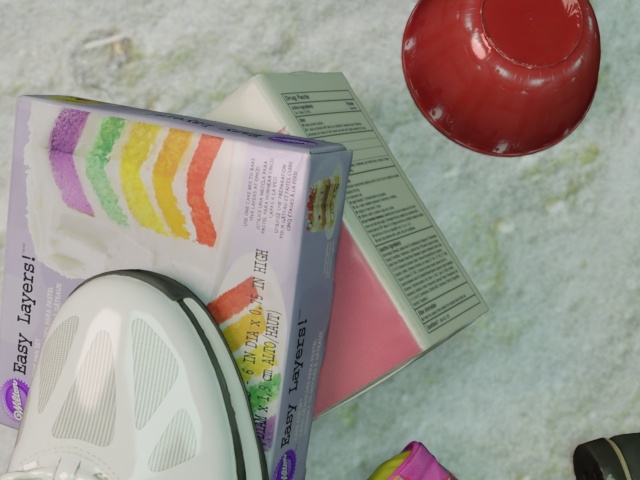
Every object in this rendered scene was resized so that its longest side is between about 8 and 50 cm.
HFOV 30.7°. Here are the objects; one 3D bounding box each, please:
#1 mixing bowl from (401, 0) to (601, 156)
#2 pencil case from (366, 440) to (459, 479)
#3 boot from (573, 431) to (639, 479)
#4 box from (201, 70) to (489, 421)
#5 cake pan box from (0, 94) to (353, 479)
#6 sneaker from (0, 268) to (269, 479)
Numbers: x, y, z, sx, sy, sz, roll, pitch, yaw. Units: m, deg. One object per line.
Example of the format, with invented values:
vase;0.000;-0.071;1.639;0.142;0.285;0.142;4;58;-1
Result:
mixing bowl;0.166;-0.171;0.995;0.181;0.098;0.182;1;78;-6
pencil case;0.120;0.267;0.897;0.104;0.104;0.236;-42;85;-13
boot;0.301;0.243;0.939;0.137;0.077;0.198;-13;81;-15
box;0.000;0.000;0.894;0.126;0.148;0.232;-35;82;26
cake pan box;-0.115;0.042;0.837;0.245;0.070;0.267;15;104;26
sneaker;-0.154;0.228;0.665;0.169;0.257;0.448;-1;82;20
